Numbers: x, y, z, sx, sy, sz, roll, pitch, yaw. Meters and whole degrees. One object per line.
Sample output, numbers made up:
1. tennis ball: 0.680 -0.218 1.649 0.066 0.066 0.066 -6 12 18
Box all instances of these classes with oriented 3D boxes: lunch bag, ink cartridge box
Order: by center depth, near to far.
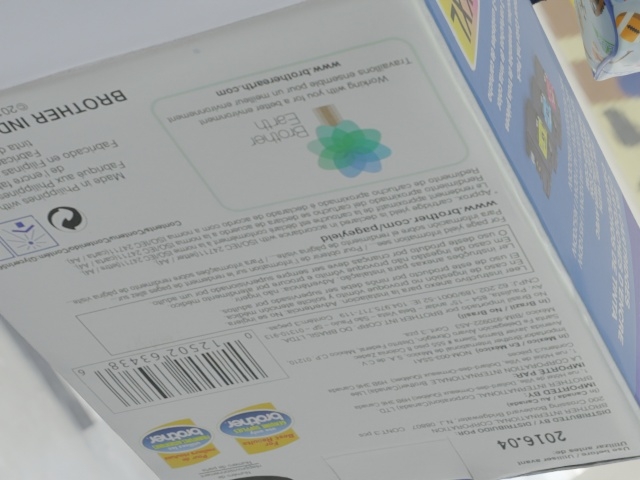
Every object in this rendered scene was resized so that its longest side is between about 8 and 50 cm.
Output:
1. ink cartridge box: 0.000 0.000 0.744 0.395 0.270 0.151 57 31 -40
2. lunch bag: 0.303 -0.325 1.570 0.243 0.115 0.303 21 56 -85

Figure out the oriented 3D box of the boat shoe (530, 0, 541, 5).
1. boat shoe: 0.187 -0.242 0.929 0.340 0.127 0.158 -4 -74 55
